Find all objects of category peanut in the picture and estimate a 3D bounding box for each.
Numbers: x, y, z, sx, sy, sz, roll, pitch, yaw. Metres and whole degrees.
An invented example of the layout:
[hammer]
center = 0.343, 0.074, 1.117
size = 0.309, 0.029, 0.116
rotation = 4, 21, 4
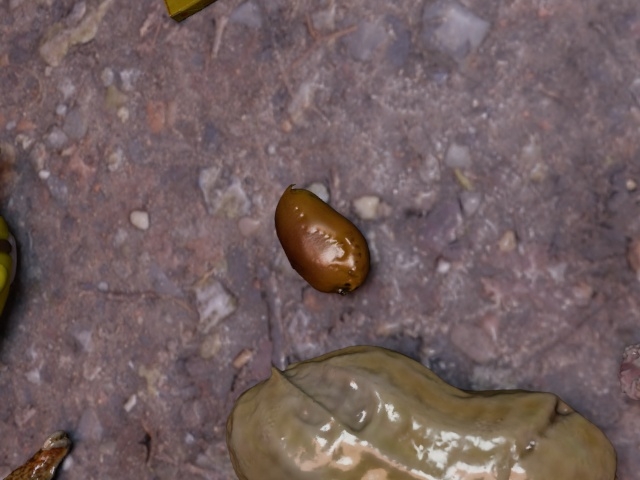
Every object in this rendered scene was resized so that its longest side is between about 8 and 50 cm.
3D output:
[peanut]
center = 0.077, 0.196, 0.646
size = 0.340, 0.158, 0.174
rotation = 17, 65, 15

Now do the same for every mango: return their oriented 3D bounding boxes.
[mango]
center = 0.000, 0.000, 0.722
size = 0.077, 0.063, 0.127
rotation = -46, 70, 18

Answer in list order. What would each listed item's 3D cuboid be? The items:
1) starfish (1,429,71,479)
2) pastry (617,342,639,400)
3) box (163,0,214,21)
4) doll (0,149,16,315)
[starfish]
center = -0.392, 0.347, 0.827
size = 0.303, 0.113, 0.312
rotation = 43, 102, 9
[pastry]
center = 0.378, 0.137, 0.562
size = 0.265, 0.103, 0.112
rotation = 31, 116, 12
[box]
center = -0.112, -0.314, 0.789
size = 0.155, 0.023, 0.087
rotation = -23, 84, 18
[doll]
center = -0.437, 0.062, 0.834
size = 0.199, 0.145, 0.363
rotation = 12, 97, 34
